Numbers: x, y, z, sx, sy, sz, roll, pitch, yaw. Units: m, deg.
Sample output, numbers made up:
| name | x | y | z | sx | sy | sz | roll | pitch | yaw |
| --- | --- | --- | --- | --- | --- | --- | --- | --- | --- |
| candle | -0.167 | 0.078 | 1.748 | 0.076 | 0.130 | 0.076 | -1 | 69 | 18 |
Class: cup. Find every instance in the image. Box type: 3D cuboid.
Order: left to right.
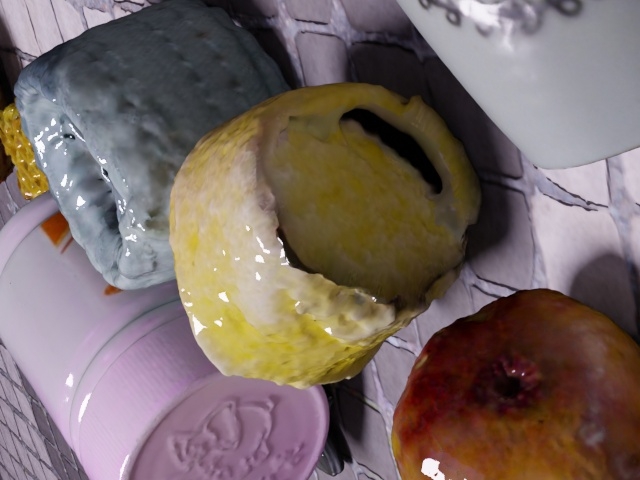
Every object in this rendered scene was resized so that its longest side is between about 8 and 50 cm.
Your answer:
| name | x | y | z | sx | sy | sz | roll | pitch | yaw |
| --- | --- | --- | --- | --- | --- | --- | --- | --- | --- |
| cup | 0.123 | -0.171 | 0.532 | 0.258 | 0.186 | 0.234 | -23 | 102 | 38 |

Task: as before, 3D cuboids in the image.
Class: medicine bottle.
| name | x | y | z | sx | sy | sz | roll | pitch | yaw |
| --- | --- | --- | --- | --- | --- | --- | --- | --- | --- |
| medicine bottle | -0.151 | 0.100 | 1.185 | 0.316 | 0.202 | 0.202 | 44 | 148 | 44 |

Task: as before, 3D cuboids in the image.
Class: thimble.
| name | x | y | z | sx | sy | sz | roll | pitch | yaw |
| --- | --- | --- | --- | --- | --- | --- | --- | --- | --- |
| thimble | -0.123 | -0.075 | 1.073 | 0.250 | 0.172 | 0.205 | 38 | 146 | 50 |

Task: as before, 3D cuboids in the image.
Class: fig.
| name | x | y | z | sx | sy | sz | roll | pitch | yaw |
| --- | --- | --- | --- | --- | --- | --- | --- | --- | --- |
| fig | 0.149 | 0.149 | 0.811 | 0.159 | 0.159 | 0.257 | 33 | 160 | 49 |

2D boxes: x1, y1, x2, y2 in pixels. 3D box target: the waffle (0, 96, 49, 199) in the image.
| name | x | y | z | sx | sy | sz | roll | pitch | yaw |
| --- | --- | --- | --- | --- | --- | --- | --- | --- | --- |
| waffle | -0.286 | -0.075 | 1.506 | 0.197 | 0.070 | 0.193 | 64 | 155 | -4 |

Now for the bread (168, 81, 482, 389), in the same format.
| name | x | y | z | sx | sy | sz | roll | pitch | yaw |
| --- | --- | --- | --- | --- | --- | --- | --- | --- | --- |
| bread | 0.000 | -0.003 | 0.888 | 0.170 | 0.197 | 0.197 | -26 | 90 | 58 |

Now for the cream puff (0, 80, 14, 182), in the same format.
| name | x | y | z | sx | sy | sz | roll | pitch | yaw |
| --- | --- | --- | --- | --- | --- | --- | --- | --- | --- |
| cream puff | -0.455 | -0.158 | 1.594 | 0.240 | 0.164 | 0.240 | 171 | 90 | -88 |

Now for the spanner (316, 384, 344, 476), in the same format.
| name | x | y | z | sx | sy | sz | roll | pitch | yaw |
| --- | --- | --- | --- | --- | --- | --- | --- | --- | --- |
| spanner | -0.055 | 0.066 | 1.236 | 0.325 | 0.026 | 0.093 | 63 | 156 | 8 |
